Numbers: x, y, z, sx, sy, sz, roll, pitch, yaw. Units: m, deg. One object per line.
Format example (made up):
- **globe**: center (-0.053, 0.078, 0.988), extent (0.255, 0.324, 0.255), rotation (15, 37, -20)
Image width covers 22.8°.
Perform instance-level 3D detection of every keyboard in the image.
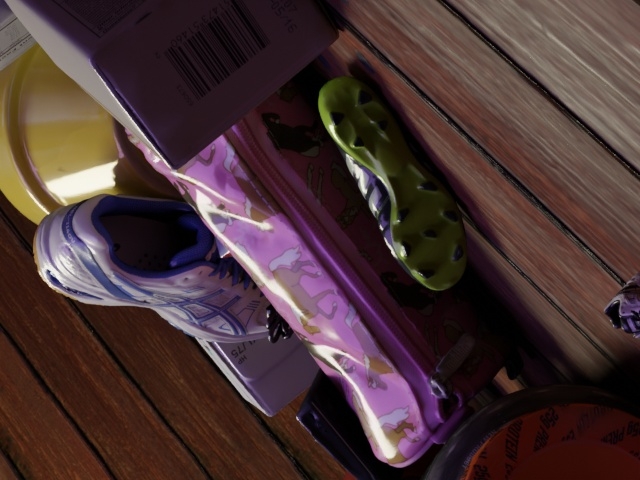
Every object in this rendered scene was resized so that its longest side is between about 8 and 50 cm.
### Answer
- **keyboard**: center (0.030, 0.097, 1.492), extent (0.201, 0.033, 0.317), rotation (51, -156, -9)

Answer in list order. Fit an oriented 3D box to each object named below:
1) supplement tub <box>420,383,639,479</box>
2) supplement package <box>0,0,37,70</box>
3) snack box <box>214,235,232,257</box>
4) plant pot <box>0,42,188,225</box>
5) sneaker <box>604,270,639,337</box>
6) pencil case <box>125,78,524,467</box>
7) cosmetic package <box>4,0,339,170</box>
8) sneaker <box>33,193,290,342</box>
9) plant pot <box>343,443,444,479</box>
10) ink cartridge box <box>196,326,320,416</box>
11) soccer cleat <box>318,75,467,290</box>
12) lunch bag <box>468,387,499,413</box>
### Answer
- **supplement tub**: center (0.168, 0.217, 1.160), extent (0.207, 0.207, 0.338), rotation (50, 174, 10)
- **supplement package**: center (-0.302, -0.316, 1.404), extent (0.262, 0.204, 0.145), rotation (51, 172, 1)
- **snack box**: center (-0.061, -0.061, 1.440), extent (0.037, 0.100, 0.141), rotation (-29, 75, 53)
- **plant pot**: center (-0.179, -0.123, 1.563), extent (0.254, 0.254, 0.239), rotation (53, 157, -20)
- **sneaker**: center (0.182, 0.040, 0.859), extent (0.032, 0.037, 0.083), rotation (54, 171, -9)
- **pencil case**: center (0.000, 0.000, 1.330), extent (0.167, 0.160, 0.386), rotation (-31, 99, 44)
- **cosmetic package**: center (-0.131, -0.182, 1.205), extent (0.113, 0.160, 0.309), rotation (54, 173, -30)
- **sneaker**: center (-0.111, 0.025, 1.477), extent (0.131, 0.296, 0.112), rotation (-25, 61, 55)
- **plant pot**: center (0.148, 0.308, 1.467), extent (0.267, 0.267, 0.236), rotation (-130, 30, -65)
- **ink cartridge box**: center (-0.053, 0.054, 1.769), extent (0.197, 0.198, 0.270), rotation (52, 172, -3)
- **soccer cleat**: center (0.055, -0.046, 1.178), extent (0.179, 0.060, 0.072), rotation (59, -179, -14)
- **lunch bag**: center (0.143, 0.232, 1.730), extent (0.224, 0.108, 0.279), rotation (13, 148, 51)
